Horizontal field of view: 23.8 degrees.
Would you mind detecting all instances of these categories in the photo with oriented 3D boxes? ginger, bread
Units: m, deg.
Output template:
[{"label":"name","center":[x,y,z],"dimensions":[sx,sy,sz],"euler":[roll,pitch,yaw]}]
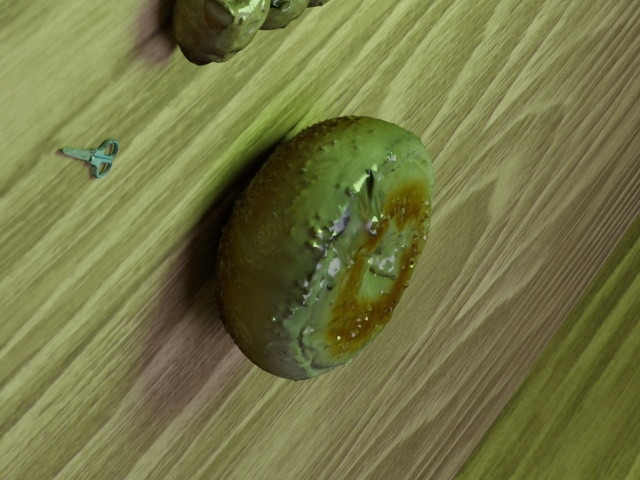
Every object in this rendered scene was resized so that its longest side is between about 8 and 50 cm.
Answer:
[{"label":"ginger","center":[-0.051,-0.215,1.299],"dimensions":[0.204,0.080,0.104],"euler":[-40,173,-45]},{"label":"bread","center":[0.000,0.000,1.561],"dimensions":[0.305,0.159,0.305],"euler":[-50,159,-28]}]

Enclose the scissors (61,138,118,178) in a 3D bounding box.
[{"label":"scissors","center":[-0.189,-0.069,1.235],"dimensions":[0.036,0.006,0.083],"euler":[-65,160,7]}]
